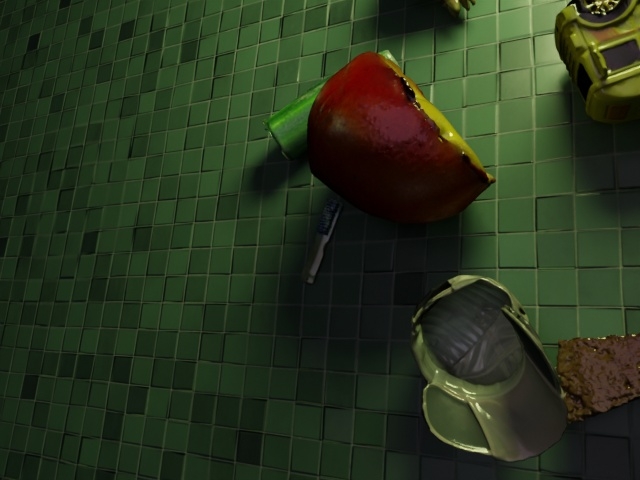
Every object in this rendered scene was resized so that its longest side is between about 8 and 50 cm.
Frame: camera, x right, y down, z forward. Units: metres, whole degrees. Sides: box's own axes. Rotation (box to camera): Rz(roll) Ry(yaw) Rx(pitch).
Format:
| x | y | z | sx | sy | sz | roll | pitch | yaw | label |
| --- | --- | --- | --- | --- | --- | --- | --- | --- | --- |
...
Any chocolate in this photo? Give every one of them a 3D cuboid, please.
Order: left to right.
| x | y | z | sx | sy | sz | roll | pitch | yaw | label |
| --- | --- | --- | --- | --- | --- | --- | --- | --- | --- |
| 0.029 | -0.284 | 1.153 | 0.291 | 0.110 | 0.110 | -32 | 63 | 14 | chocolate |

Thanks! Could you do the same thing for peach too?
| x | y | z | sx | sy | sz | roll | pitch | yaw | label |
| --- | --- | --- | --- | --- | --- | --- | --- | --- | --- |
| 0.141 | -0.169 | 0.957 | 0.338 | 0.281 | 0.281 | 18 | 85 | 36 | peach |

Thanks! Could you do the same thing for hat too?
| x | y | z | sx | sy | sz | roll | pitch | yaw | label |
| --- | --- | --- | --- | --- | --- | --- | --- | --- | --- |
| 0.256 | 0.182 | 0.845 | 0.232 | 0.161 | 0.275 | -59 | 46 | 31 | hat |

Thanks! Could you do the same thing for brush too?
| x | y | z | sx | sy | sz | roll | pitch | yaw | label |
| --- | --- | --- | --- | --- | --- | --- | --- | --- | --- |
| 0.000 | 0.000 | 1.125 | 0.033 | 0.030 | 0.179 | 19 | 85 | 21 | brush |

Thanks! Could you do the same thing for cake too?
| x | y | z | sx | sy | sz | roll | pitch | yaw | label |
| --- | --- | --- | --- | --- | --- | --- | --- | --- | --- |
| 0.458 | 0.157 | 0.777 | 0.295 | 0.116 | 0.113 | -25 | 66 | 21 | cake |

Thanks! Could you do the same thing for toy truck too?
| x | y | z | sx | sy | sz | roll | pitch | yaw | label |
| --- | --- | --- | --- | --- | --- | --- | --- | --- | --- |
| 0.572 | -0.313 | 0.820 | 0.404 | 0.180 | 0.254 | -17 | 76 | 20 | toy truck |

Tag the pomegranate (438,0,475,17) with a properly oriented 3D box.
| x | y | z | sx | sy | sz | roll | pitch | yaw | label |
| --- | --- | --- | --- | --- | --- | --- | --- | --- | --- |
| 0.224 | -0.554 | 1.067 | 0.198 | 0.198 | 0.246 | -28 | 67 | 19 | pomegranate |
